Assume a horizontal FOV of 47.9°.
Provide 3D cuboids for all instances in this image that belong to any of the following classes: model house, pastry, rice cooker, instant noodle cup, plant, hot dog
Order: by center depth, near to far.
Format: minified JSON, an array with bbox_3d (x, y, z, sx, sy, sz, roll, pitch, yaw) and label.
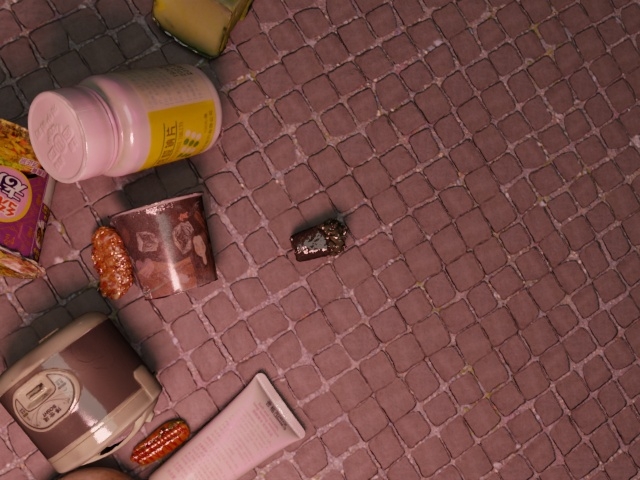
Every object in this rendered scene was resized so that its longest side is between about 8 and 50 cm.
[{"bbox_3d":[-0.699,-0.094,1.498,0.340,0.340,0.265,17,70,-10],"label":"instant noodle cup"},{"bbox_3d":[-0.498,0.320,1.505,0.288,0.288,0.277,-37,93,-13],"label":"rice cooker"},{"bbox_3d":[-0.338,0.014,1.610,0.218,0.217,0.207,-17,95,-14],"label":"instant noodle cup"},{"bbox_3d":[-0.365,0.460,1.637,0.144,0.038,0.062,-31,92,-13],"label":"hot dog"},{"bbox_3d":[-0.468,0.050,1.646,0.087,0.063,0.169,-10,89,17],"label":"pastry"},{"bbox_3d":[-0.273,-0.584,1.734,0.194,0.170,0.211,26,51,-2],"label":"model house"},{"bbox_3d":[0.000,0.000,1.739,0.143,0.094,0.092,-18,78,-9],"label":"plant"}]

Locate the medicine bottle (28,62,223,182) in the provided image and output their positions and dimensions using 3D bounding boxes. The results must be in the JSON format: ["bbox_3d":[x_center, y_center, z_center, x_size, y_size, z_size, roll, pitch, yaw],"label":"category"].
[{"bbox_3d":[-0.401,-0.254,1.532,0.379,0.214,0.213,-27,91,-49],"label":"medicine bottle"}]

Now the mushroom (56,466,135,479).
[{"bbox_3d":[-0.461,0.608,1.464,0.298,0.290,0.297,11,63,-23],"label":"mushroom"}]

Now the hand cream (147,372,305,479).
[{"bbox_3d":[-0.222,0.480,1.642,0.359,0.118,0.185,-35,89,-21],"label":"hand cream"}]
